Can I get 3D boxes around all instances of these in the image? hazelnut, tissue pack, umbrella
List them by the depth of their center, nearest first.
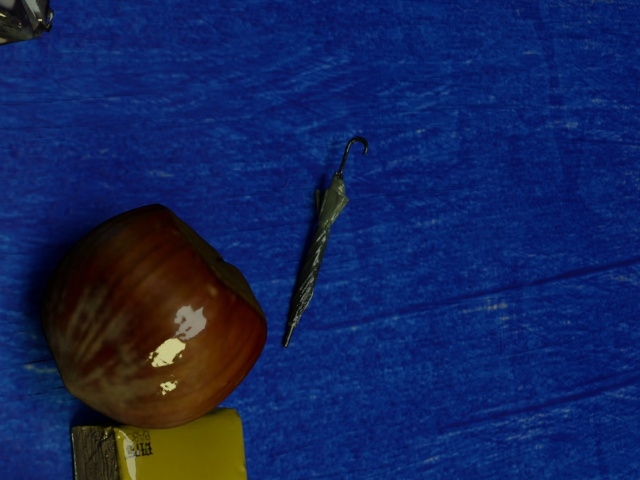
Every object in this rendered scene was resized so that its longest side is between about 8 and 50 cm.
[{"bbox_3d":[-0.168,0.080,1.526,0.212,0.181,0.181,48,8,-1],"label":"hazelnut"},{"bbox_3d":[-0.159,0.235,1.572,0.169,0.082,0.119,-1,85,-46],"label":"tissue pack"},{"bbox_3d":[-0.005,-0.002,1.804,0.269,0.044,0.044,-68,156,-15],"label":"umbrella"}]

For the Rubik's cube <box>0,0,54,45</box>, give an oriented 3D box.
[{"bbox_3d":[-0.403,-0.313,1.228,0.305,0.307,0.310,16,75,-47],"label":"Rubik's cube"}]
